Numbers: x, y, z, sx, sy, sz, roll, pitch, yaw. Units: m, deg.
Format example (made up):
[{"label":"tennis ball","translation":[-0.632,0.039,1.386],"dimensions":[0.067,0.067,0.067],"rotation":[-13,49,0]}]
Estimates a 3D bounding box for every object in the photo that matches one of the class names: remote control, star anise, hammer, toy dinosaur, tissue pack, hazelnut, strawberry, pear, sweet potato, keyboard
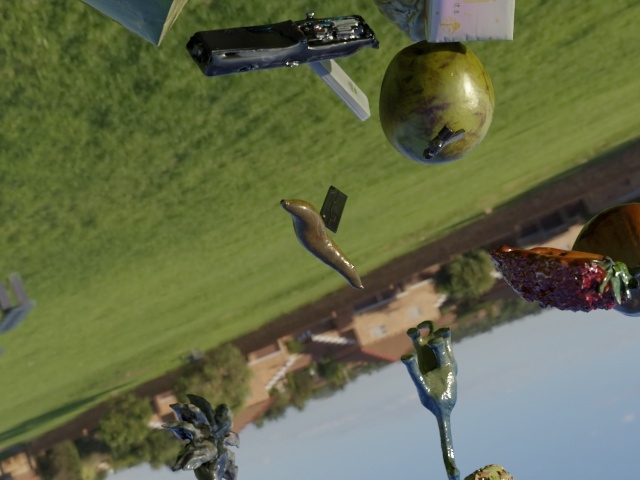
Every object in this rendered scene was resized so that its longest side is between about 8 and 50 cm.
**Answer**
[{"label":"remote control","translation":[0.045,-0.420,2.353],"dimensions":[0.034,0.103,0.250],"rotation":[-32,127,23]},{"label":"star anise","translation":[-0.178,0.326,1.438],"dimensions":[0.061,0.181,0.204],"rotation":[-25,170,21]},{"label":"hammer","translation":[0.217,-0.170,1.492],"dimensions":[0.065,0.021,0.178],"rotation":[-51,169,25]},{"label":"toy dinosaur","translation":[0.174,0.221,1.318],"dimensions":[0.075,0.188,0.248],"rotation":[-14,-167,8]},{"label":"tissue pack","translation":[-0.399,-0.557,1.813],"dimensions":[0.167,0.274,0.200],"rotation":[-66,-169,-26]},{"label":"hazelnut","translation":[0.572,0.040,1.710],"dimensions":[0.210,0.186,0.210],"rotation":[-55,162,-27]},{"label":"strawberry","translation":[0.330,0.053,1.207],"dimensions":[0.192,0.085,0.140],"rotation":[4,-174,-15]},{"label":"pear","translation":[0.255,-0.313,2.021],"dimensions":[0.283,0.284,0.283],"rotation":[-21,172,-3]},{"label":"sweet potato","translation":[0.000,0.001,1.690],"dimensions":[0.059,0.249,0.069],"rotation":[-48,-151,-22]},{"label":"keyboard","translation":[0.029,-0.072,2.034],"dimensions":[0.010,0.053,0.155],"rotation":[-49,-168,34]},{"label":"tissue pack","translation":[0.311,-0.540,1.885],"dimensions":[0.184,0.225,0.124],"rotation":[-2,-153,-1]},{"label":"remote control","translation":[-0.069,-0.408,1.843],"dimensions":[0.398,0.145,0.062],"rotation":[-14,136,-24]}]

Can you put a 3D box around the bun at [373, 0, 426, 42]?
[{"label":"bun","translation":[0.255,-0.641,2.075],"dimensions":[0.234,0.326,0.362],"rotation":[-32,162,-46]}]

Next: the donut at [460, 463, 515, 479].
[{"label":"donut","translation":[0.331,0.537,1.900],"dimensions":[0.174,0.068,0.175],"rotation":[-28,149,-19]}]
